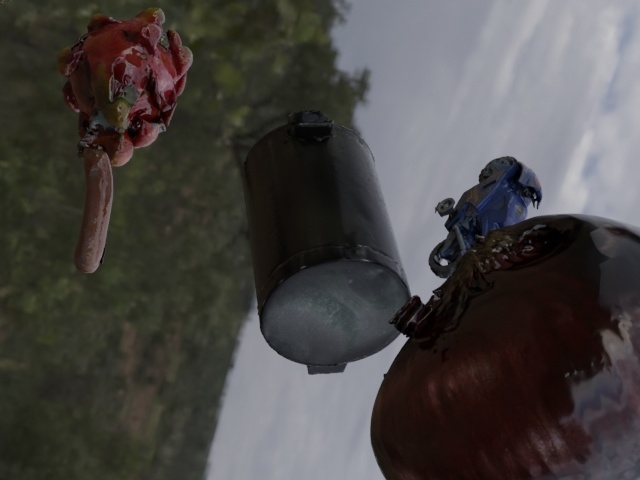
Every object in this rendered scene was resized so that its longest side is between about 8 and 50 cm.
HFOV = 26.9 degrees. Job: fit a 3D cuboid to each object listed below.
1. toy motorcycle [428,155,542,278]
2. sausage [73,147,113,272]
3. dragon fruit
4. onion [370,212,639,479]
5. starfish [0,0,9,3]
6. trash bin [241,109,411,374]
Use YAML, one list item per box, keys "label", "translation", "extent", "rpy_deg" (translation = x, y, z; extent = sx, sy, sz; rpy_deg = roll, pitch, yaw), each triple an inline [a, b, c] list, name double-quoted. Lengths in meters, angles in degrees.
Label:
- label: "toy motorcycle"
  translation: [0.211, -0.032, 1.652]
  extent: [0.114, 0.076, 0.205]
  rpy_deg: [-2, -134, 46]
- label: "sausage"
  translation: [-0.308, -0.038, 1.817]
  extent: [0.047, 0.040, 0.176]
  rpy_deg: [32, -58, 39]
- label: "dragon fruit"
  translation: [-0.347, -0.272, 2.403]
  extent: [0.227, 0.243, 0.307]
  rpy_deg: [-35, -114, 37]
- label: "onion"
  translation: [0.178, 0.122, 0.928]
  extent: [0.273, 0.285, 0.273]
  rpy_deg: [-35, 175, -3]
- label: "starfish"
  translation: [-0.489, -0.347, 1.929]
  extent: [0.327, 0.094, 0.375]
  rpy_deg: [-51, -152, 32]
- label: "trash bin"
  translation: [0.000, 0.000, 1.854]
  extent: [0.301, 0.203, 0.252]
  rpy_deg: [-101, -169, -47]
